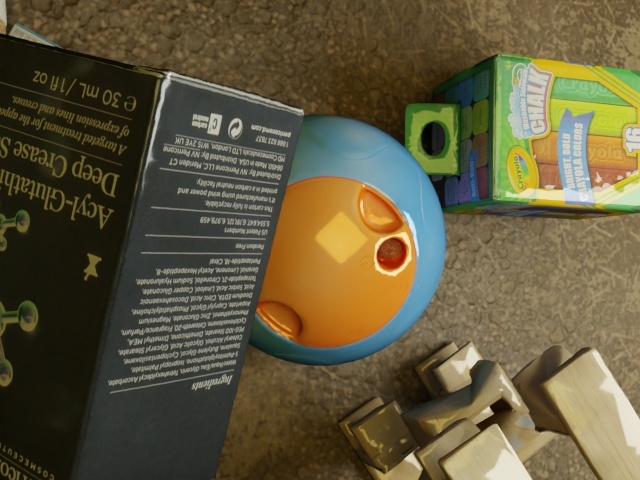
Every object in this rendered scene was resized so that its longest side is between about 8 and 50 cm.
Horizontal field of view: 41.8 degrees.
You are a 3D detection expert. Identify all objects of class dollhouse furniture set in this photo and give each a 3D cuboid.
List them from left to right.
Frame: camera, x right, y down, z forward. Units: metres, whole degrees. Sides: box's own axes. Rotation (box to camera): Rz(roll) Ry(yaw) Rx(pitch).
[{"bbox_3d":[0.142,0.323,0.949,0.394,0.362,0.256,-33,93,-16],"label":"dollhouse furniture set"}]

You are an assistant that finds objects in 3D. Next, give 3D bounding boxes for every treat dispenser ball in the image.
[{"bbox_3d":[0.000,0.000,0.968,0.288,0.288,0.288,1,86,-18],"label":"treat dispenser ball"}]

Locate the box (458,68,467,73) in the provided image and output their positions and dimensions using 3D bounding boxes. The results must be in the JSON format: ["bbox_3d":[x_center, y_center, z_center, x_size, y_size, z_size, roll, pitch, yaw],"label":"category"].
[{"bbox_3d":[0.283,-0.142,1.196,0.191,0.045,0.184,4,88,-17],"label":"box"}]

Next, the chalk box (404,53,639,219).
[{"bbox_3d":[0.249,-0.124,1.067,0.289,0.179,0.180,1,87,-17],"label":"chalk box"}]

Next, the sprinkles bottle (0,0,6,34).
[{"bbox_3d":[-0.409,-0.231,0.930,0.121,0.121,0.355,-5,84,-18],"label":"sprinkles bottle"}]

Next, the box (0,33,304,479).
[{"bbox_3d":[-0.230,0.020,0.819,0.212,0.294,0.395,1,104,-58],"label":"box"}]

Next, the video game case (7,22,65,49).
[{"bbox_3d":[-0.352,-0.161,1.010,0.119,0.015,0.166,29,78,-15],"label":"video game case"}]
